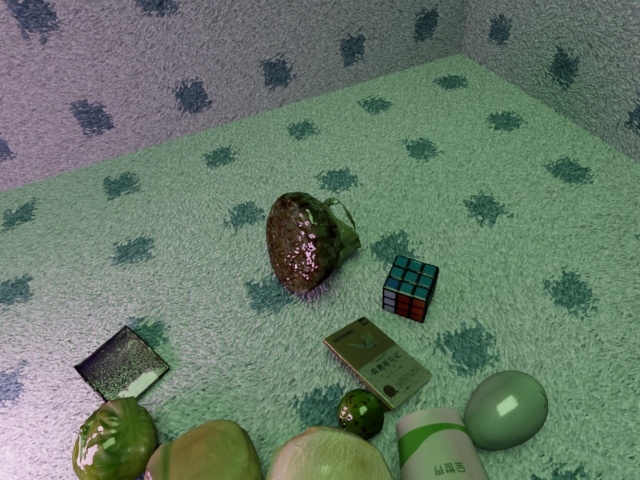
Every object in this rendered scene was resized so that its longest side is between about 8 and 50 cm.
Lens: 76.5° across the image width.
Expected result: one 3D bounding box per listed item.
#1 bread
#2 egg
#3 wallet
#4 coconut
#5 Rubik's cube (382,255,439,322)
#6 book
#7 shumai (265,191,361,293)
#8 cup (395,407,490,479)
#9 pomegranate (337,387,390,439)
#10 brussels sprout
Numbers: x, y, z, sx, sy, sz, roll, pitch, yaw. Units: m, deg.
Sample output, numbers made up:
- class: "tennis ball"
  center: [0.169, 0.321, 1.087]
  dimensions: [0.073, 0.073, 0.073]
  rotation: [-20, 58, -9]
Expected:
- class: "bread"
  center: [-0.297, 0.641, 1.060]
  dimensions: [0.321, 0.237, 0.320]
  rotation: [-12, 24, 6]
- class: "egg"
  center: [0.523, 0.484, 1.157]
  dimensions: [0.264, 0.182, 0.183]
  rotation: [-32, 53, -15]
- class: "wallet"
  center: [-0.690, 0.446, 1.417]
  dimensions: [0.262, 0.071, 0.221]
  rotation: [30, 54, 25]
- class: "coconut"
  center: [0.020, 0.636, 0.989]
  dimensions: [0.347, 0.346, 0.360]
  rotation: [3, 29, 9]
- class: "Rubik's cube"
  center: [0.323, 0.175, 1.466]
  dimensions: [0.161, 0.163, 0.162]
  rotation: [17, 57, 20]
- class: "book"
  center: [0.186, 0.387, 1.335]
  dimensions: [0.217, 0.021, 0.310]
  rotation: [-20, 46, -41]
- class: "shumai"
  center: [0.000, 0.000, 1.579]
  dimensions: [0.348, 0.394, 0.395]
  rotation: [-10, 43, -38]
- class: "cup"
  center: [0.313, 0.602, 1.052]
  dimensions: [0.253, 0.253, 0.273]
  rotation: [-8, 43, 0]
- class: "pomegranate"
  center: [0.134, 0.512, 1.218]
  dimensions: [0.169, 0.122, 0.143]
  rotation: [-20, 47, -9]
- class: "brussels sprout"
  center: [-0.599, 0.590, 1.189]
  dimensions: [0.244, 0.244, 0.244]
  rotation: [-3, 49, 4]
